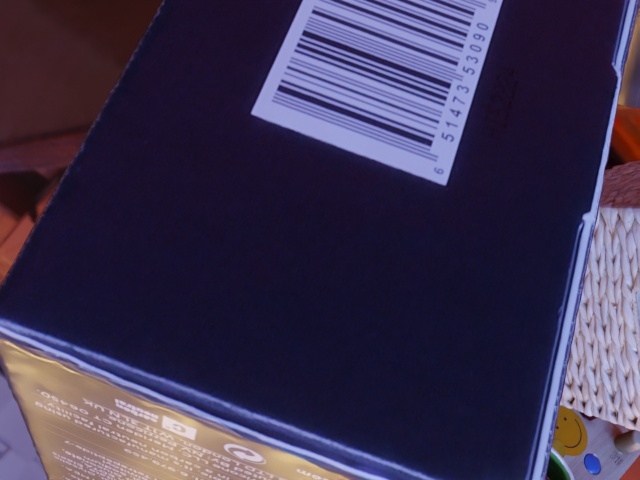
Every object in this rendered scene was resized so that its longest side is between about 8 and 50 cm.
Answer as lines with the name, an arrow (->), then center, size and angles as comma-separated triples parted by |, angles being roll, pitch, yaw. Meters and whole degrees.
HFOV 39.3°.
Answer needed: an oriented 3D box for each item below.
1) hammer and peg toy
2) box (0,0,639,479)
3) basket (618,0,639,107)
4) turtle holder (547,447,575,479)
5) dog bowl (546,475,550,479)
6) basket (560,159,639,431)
hammer and peg toy -> 0.489, 0.336, 1.676 | 0.266, 0.361, 0.127 | 54, 141, 9
box -> 0.000, 0.000, 0.730 | 0.297, 0.480, 0.471 | 20, 151, 1
basket -> 0.453, -0.307, 1.219 | 0.154, 0.204, 0.227 | 7, 143, 7
turtle holder -> 0.258, 0.386, 1.435 | 0.320, 0.227, 0.243 | 55, -146, 0
dog bowl -> 0.069, 0.296, 1.109 | 0.408, 0.408, 0.150 | 37, -148, -46
basket -> 0.479, 0.064, 1.243 | 0.266, 0.331, 0.328 | 4, 109, 52
